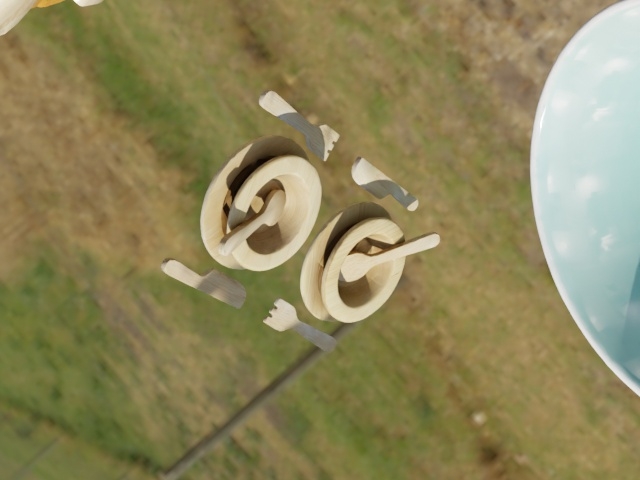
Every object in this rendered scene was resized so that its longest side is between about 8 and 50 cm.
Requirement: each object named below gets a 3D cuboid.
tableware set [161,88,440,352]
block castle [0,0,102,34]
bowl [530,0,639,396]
[{"bbox_3d":[0.000,0.000,0.914,0.039,0.128,0.194,29,178,39],"label":"tableware set"},{"bbox_3d":[-0.063,-0.272,0.613,0.213,0.303,0.453,49,-165,-7],"label":"block castle"},{"bbox_3d":[0.310,-0.035,1.001,0.311,0.163,0.311,32,132,45],"label":"bowl"}]
